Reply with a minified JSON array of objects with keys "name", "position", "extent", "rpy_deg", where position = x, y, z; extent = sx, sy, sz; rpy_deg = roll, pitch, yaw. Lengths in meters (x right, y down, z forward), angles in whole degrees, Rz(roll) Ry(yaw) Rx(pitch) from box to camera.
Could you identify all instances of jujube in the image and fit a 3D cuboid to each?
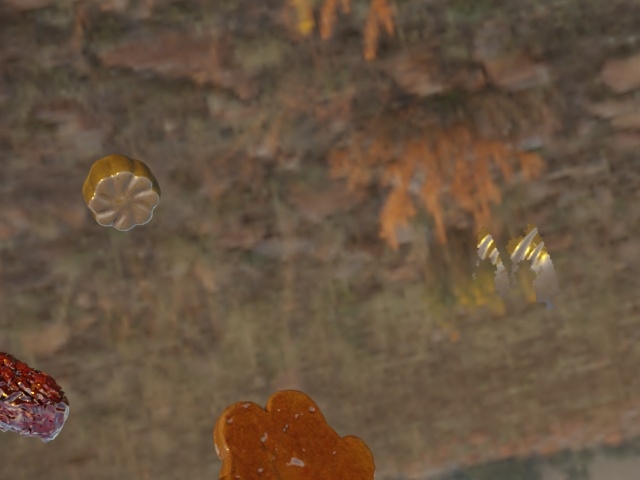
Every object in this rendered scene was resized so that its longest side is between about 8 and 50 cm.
[{"name":"jujube","position":[-0.408,0.198,2.100],"extent":[0.166,0.104,0.104],"rpy_deg":[17,167,3]}]

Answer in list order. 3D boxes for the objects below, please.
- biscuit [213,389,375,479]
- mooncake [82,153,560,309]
[{"name":"biscuit","position":[-0.001,0.166,0.874],"extent":[0.124,0.175,0.026],"rpy_deg":[-11,158,-35]},{"name":"mooncake","position":[0.001,-0.008,1.193],"extent":[0.347,0.057,0.150],"rpy_deg":[-4,125,7]}]
